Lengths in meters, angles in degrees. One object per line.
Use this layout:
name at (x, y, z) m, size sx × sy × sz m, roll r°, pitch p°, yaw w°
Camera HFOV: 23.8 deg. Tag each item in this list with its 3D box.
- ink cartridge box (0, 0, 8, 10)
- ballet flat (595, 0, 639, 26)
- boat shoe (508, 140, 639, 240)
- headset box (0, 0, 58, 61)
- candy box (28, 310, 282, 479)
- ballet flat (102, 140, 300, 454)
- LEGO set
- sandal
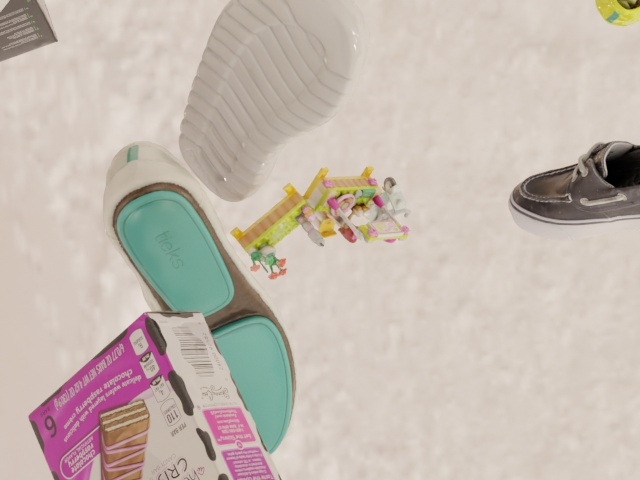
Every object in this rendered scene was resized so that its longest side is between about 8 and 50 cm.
ink cartridge box at (-0.354, -0.291, 1.298) m, size 0.121 × 0.211 × 0.289 m, roll -53°, pitch 7°, yaw 9°
ballet flat at (0.356, -0.317, 1.526) m, size 0.231 × 0.077 × 0.077 m, roll -58°, pitch -2°, yaw 6°
boat shoe at (0.335, -0.067, 1.729) m, size 0.301 × 0.108 × 0.102 m, roll 4°, pitch 135°, yaw 44°
headset box at (-0.472, -0.302, 1.833) m, size 0.283 × 0.246 × 0.131 m, roll 78°, pitch 170°, yaw -72°
candy box at (-0.115, 0.192, 1.162) m, size 0.159 × 0.071 × 0.233 m, roll -41°, pitch 66°, yaw 29°
ballet flat at (-0.118, 0.058, 1.547) m, size 0.139 × 0.139 × 0.400 m, roll -121°, pitch 8°, yaw -50°
LEGO set at (0.000, 0.000, 1.807) m, size 0.107 × 0.287 × 0.132 m, roll 51°, pitch 147°, yaw 28°
sandal at (-0.054, -0.187, 1.727) m, size 0.169 × 0.102 × 0.416 m, roll 48°, pitch 145°, yaw -1°
